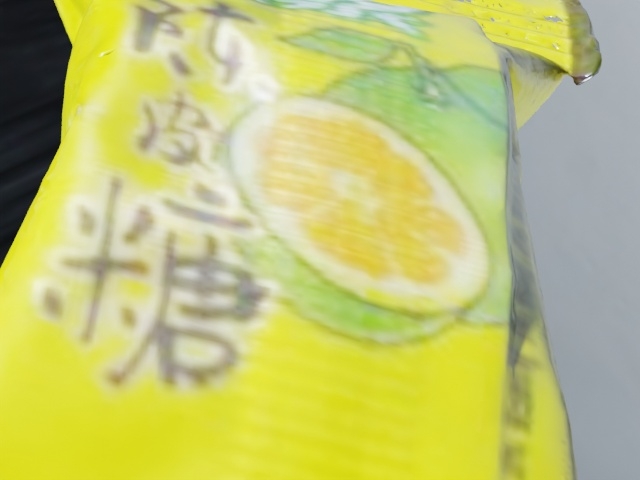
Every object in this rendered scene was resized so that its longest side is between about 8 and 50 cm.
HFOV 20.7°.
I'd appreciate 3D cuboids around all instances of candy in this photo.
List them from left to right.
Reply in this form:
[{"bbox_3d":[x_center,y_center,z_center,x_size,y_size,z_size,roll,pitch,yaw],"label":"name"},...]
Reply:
[{"bbox_3d":[0.000,0.000,0.444,0.297,0.187,0.081,-92,22,-49],"label":"candy"}]
